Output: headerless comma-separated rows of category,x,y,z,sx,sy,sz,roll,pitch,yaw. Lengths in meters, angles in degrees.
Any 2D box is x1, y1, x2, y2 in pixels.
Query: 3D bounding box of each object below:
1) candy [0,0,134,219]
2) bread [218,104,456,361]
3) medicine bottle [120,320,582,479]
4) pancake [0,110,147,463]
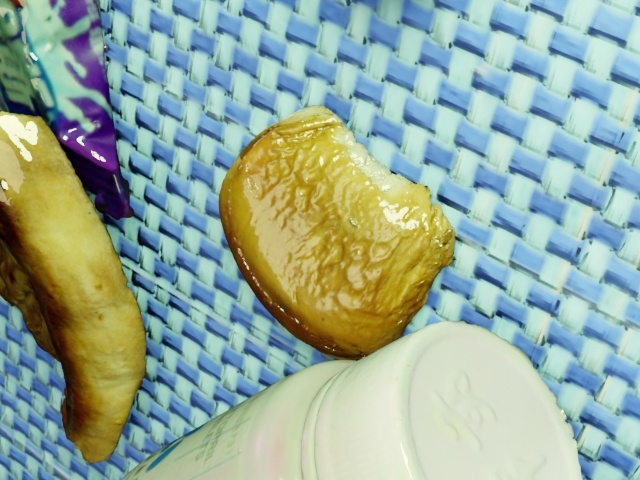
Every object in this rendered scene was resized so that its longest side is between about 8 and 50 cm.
candy,-0.176,-0.150,0.643,0.145,0.070,0.275,14,121,39
bread,0.000,0.000,0.591,0.129,0.044,0.126,46,127,15
medicine bottle,0.000,0.147,0.581,0.254,0.152,0.152,-35,87,41
pancake,-0.184,0.009,0.685,0.257,0.056,0.212,47,144,1
